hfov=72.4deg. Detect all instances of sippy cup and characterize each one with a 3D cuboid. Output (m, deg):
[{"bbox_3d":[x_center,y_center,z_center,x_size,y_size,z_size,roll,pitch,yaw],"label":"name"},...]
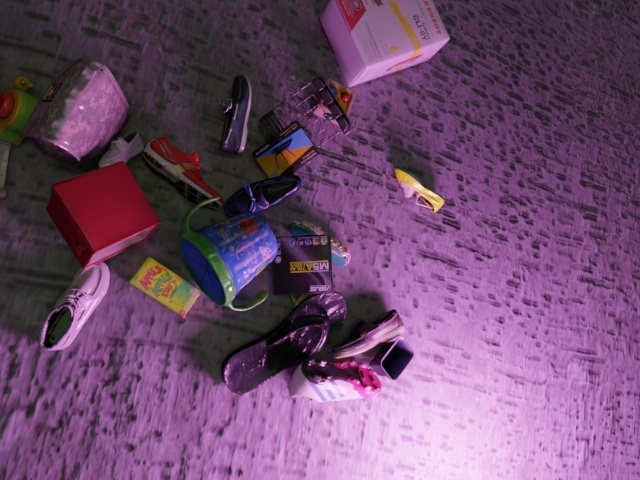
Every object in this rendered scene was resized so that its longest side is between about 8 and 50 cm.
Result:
[{"bbox_3d":[-0.254,0.034,1.271,0.224,0.306,0.240,-34,54,-31],"label":"sippy cup"}]

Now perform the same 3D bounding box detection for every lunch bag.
[{"bbox_3d":[-0.628,-0.321,1.133,0.168,0.287,0.236,27,76,-15],"label":"lunch bag"}]

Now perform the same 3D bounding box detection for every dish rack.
[{"bbox_3d":[-0.055,-0.383,1.435,0.271,0.074,0.208,-32,96,11],"label":"dish rack"}]

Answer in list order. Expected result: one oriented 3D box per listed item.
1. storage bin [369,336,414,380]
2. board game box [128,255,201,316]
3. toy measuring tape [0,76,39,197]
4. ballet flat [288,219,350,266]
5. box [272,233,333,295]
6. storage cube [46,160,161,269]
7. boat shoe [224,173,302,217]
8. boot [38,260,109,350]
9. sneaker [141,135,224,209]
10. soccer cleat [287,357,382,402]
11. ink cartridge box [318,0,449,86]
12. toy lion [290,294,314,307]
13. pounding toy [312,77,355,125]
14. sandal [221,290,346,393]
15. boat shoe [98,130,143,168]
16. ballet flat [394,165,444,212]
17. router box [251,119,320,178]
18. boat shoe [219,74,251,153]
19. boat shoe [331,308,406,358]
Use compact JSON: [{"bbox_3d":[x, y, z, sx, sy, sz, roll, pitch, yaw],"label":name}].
[{"bbox_3d":[0.234,0.397,1.452,0.135,0.091,0.098,-42,98,-31],"label":"storage bin"},{"bbox_3d":[-0.449,0.135,1.270,0.181,0.043,0.092,36,73,-12],"label":"board game box"},{"bbox_3d":[-0.802,-0.279,1.151,0.121,0.121,0.331,7,80,-19],"label":"toy measuring tape"},{"bbox_3d":[0.000,0.000,1.443,0.240,0.091,0.077,37,42,-16],"label":"ballet flat"},{"bbox_3d":[-0.057,0.076,1.372,0.190,0.045,0.185,-2,91,2],"label":"box"},{"bbox_3d":[-0.573,-0.066,1.156,0.215,0.183,0.193,-34,96,-38],"label":"storage cube"},{"bbox_3d":[-0.183,-0.149,1.349,0.258,0.089,0.109,-29,99,-1],"label":"boat shoe"},{"bbox_3d":[-0.643,0.169,1.151,0.095,0.123,0.259,25,75,-16],"label":"boot"},{"bbox_3d":[-0.390,-0.206,1.307,0.279,0.107,0.118,41,63,-13],"label":"sneaker"},{"bbox_3d":[0.043,0.454,1.388,0.330,0.116,0.143,20,121,-32],"label":"soccer cleat"},{"bbox_3d":[0.230,-0.762,1.570,0.384,0.160,0.280,-26,92,-21],"label":"ink cartridge box"},{"bbox_3d":[-0.054,0.161,1.420,0.100,0.034,0.096,-17,82,-21],"label":"toy lion"},{"bbox_3d":[0.056,-0.462,1.500,0.129,0.100,0.141,21,77,-16],"label":"pounding toy"},{"bbox_3d":[-0.084,0.320,1.332,0.445,0.107,0.168,-34,108,-18],"label":"sandal"},{"bbox_3d":[-0.556,-0.256,1.218,0.066,0.063,0.184,9,34,14],"label":"boat shoe"},{"bbox_3d":[0.351,-0.178,1.591,0.230,0.077,0.077,31,90,-16],"label":"ballet flat"},{"bbox_3d":[-0.109,-0.278,1.402,0.178,0.046,0.133,-35,97,12],"label":"router box"},{"bbox_3d":[-0.275,-0.402,1.379,0.078,0.095,0.255,6,90,-31],"label":"boat shoe"},{"bbox_3d":[0.153,0.306,1.443,0.284,0.102,0.093,-16,84,-25],"label":"boat shoe"}]
